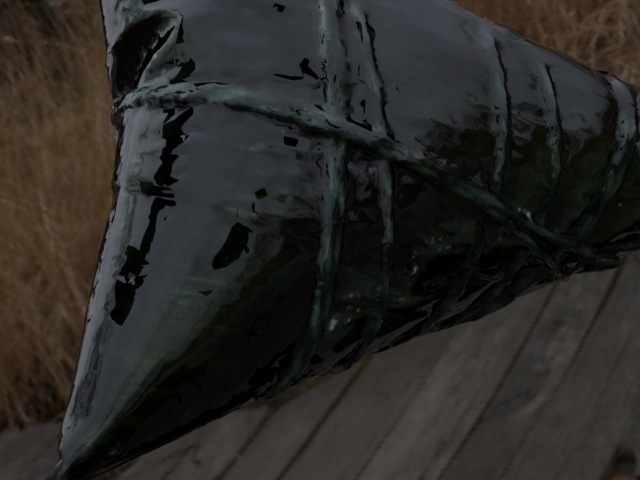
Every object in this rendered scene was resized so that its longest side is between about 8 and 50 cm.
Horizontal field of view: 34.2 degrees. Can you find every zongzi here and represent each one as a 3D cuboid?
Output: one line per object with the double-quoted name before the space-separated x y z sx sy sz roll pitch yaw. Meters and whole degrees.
"zongzi" 0.000 0.000 0.591 0.319 0.383 0.362 -24 46 50
